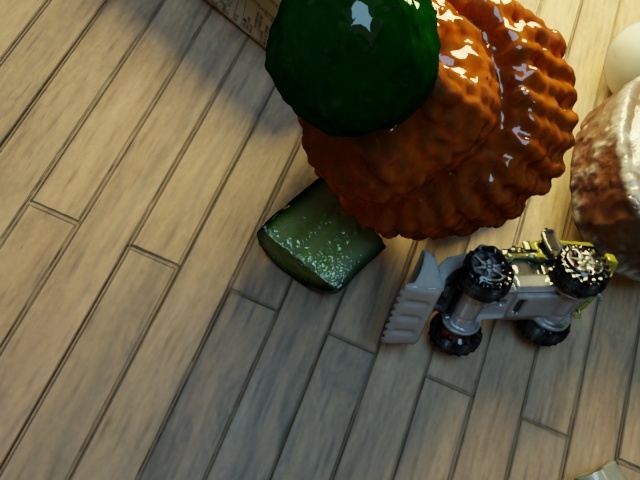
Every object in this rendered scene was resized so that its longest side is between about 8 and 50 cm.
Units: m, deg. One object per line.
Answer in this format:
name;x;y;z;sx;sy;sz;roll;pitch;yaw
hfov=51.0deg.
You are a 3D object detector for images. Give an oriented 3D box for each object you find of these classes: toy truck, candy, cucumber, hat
toy truck;0.204;0.055;0.779;0.286;0.136;0.111;-2;47;-16
candy;0.429;-0.078;0.867;0.214;0.157;0.289;31;57;-14
cucumber;0.000;0.000;0.791;0.115;0.062;0.116;-43;92;-23
hat;0.082;-0.107;0.638;0.285;0.285;0.400;50;30;10

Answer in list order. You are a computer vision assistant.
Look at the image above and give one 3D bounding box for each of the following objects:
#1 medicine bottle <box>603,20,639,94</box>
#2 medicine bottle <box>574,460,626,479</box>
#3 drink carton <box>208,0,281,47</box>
medicine bottle;0.580;-0.273;0.995;0.341;0.130;0.130;-10;70;-17
medicine bottle;0.349;0.356;0.725;0.092;0.061;0.220;-5;67;-41
drink carton;-0.029;-0.360;0.897;0.324;0.132;0.194;40;66;7
